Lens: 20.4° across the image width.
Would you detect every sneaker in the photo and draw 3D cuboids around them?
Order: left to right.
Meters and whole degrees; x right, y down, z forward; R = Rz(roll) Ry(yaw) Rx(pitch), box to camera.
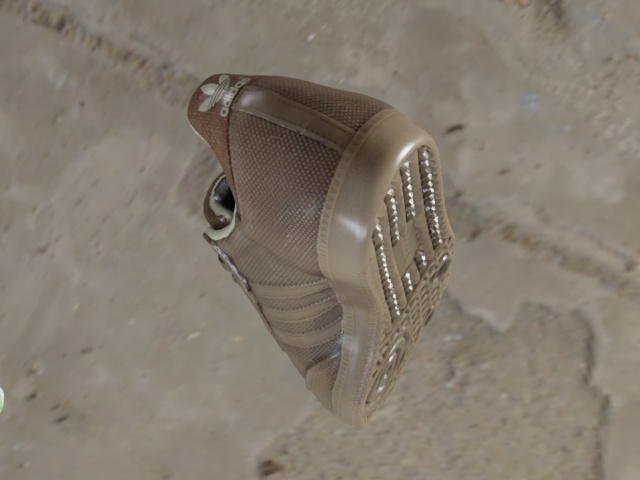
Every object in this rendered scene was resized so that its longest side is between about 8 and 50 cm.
[{"bbox_3d":[0.000,0.000,0.586,0.071,0.188,0.066,29,67,15],"label":"sneaker"}]

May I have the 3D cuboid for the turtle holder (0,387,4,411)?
[{"bbox_3d":[-0.263,0.065,0.656,0.227,0.320,0.243,38,103,-5],"label":"turtle holder"}]
